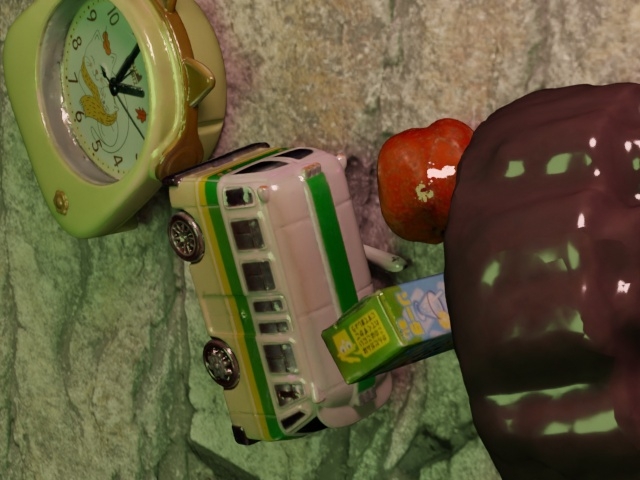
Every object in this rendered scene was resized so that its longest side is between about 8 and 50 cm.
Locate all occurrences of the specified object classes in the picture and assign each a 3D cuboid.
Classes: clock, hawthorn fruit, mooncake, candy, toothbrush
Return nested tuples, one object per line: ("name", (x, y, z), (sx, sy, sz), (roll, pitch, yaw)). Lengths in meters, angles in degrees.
("clock", (-0.227, -0.179, 1.921), (0.348, 0.117, 0.286), (-29, 77, 47))
("hawthorn fruit", (0.111, -0.058, 1.581), (0.128, 0.128, 0.128), (15, 110, 45))
("mooncake", (0.252, 0.059, 1.302), (0.212, 0.350, 0.381), (-14, 99, 40))
("candy", (0.105, 0.073, 1.554), (0.097, 0.194, 0.062), (-40, 71, 45))
("toothbrush", (0.000, 0.000, 1.785), (0.263, 0.022, 0.026), (20, 126, 44))

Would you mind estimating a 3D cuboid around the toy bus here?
("toy bus", (-0.031, 0.057, 1.717), (0.179, 0.143, 0.305), (-1, 107, 47))
